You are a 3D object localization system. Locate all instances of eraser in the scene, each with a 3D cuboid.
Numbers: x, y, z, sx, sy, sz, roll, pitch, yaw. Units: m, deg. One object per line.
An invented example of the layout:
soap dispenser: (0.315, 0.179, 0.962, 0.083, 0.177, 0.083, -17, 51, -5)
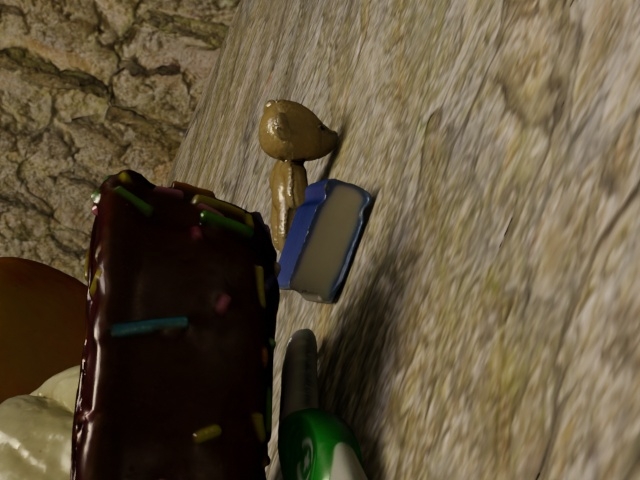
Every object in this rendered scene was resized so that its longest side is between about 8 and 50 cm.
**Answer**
eraser: (0.000, 0.000, 1.010, 0.084, 0.027, 0.063, 174, 117, -82)

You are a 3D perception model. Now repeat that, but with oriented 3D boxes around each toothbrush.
toothbrush: (0.002, 0.089, 0.770, 0.418, 0.040, 0.042, -95, 17, -82)

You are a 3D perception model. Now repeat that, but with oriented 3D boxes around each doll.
doll: (-0.024, -0.041, 1.192, 0.061, 0.051, 0.093, -140, 70, -75)

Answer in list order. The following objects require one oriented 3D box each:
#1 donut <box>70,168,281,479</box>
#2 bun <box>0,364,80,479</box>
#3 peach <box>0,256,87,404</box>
donut: (-0.065, 0.083, 0.856, 0.235, 0.089, 0.235, -178, 90, -88)
bun: (-0.153, 0.177, 1.130, 0.259, 0.160, 0.259, -161, 90, -80)
peach: (-0.266, 0.180, 1.432, 0.308, 0.308, 0.332, 132, 126, -69)
